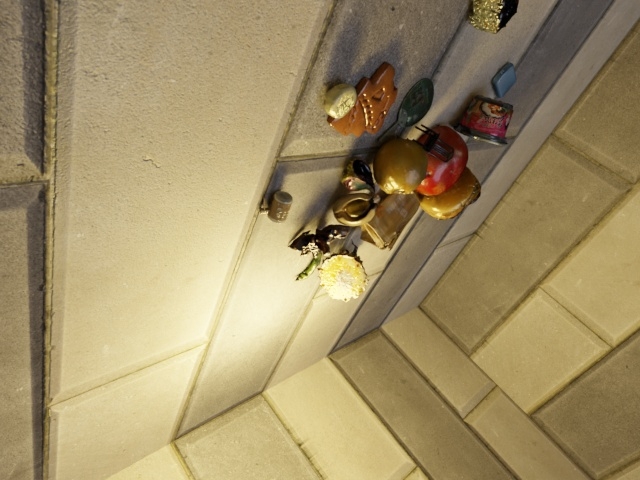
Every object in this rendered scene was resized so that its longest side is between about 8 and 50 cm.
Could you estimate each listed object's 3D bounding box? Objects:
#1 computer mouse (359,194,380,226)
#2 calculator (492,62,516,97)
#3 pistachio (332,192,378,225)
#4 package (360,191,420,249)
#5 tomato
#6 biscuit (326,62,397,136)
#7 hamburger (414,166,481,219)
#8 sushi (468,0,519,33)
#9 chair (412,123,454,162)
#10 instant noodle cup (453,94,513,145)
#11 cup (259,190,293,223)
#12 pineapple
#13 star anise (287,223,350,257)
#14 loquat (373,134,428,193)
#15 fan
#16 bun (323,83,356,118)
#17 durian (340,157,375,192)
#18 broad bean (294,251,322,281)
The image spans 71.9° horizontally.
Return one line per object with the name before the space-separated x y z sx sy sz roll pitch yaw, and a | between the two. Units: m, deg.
computer mouse | 0.229 -0.142 2.108 0.102 0.045 0.199 -35 157 -28
calculator | 0.878 -0.763 2.105 0.121 0.039 0.210 -52 152 13
pistachio | 0.145 -0.132 1.841 0.153 0.137 0.238 -35 -167 -27
package | 0.354 -0.110 2.134 0.311 0.165 0.221 -47 162 -20
tomato | 0.556 -0.346 2.028 0.339 0.143 0.337 -13 123 -20
biscuit | 0.151 -0.456 1.531 0.307 0.043 0.283 -31 151 -24
hamburger | 0.644 -0.260 2.247 0.304 0.284 0.174 -45 141 1
sushi | 0.596 -0.828 1.502 0.126 0.136 0.225 -44 151 -18
chair | 0.486 -0.404 1.867 0.084 0.213 0.101 -61 -172 8
instant noodle cup | 0.775 -0.567 2.054 0.303 0.259 0.181 -24 135 -57
cup | -0.157 -0.128 1.580 0.074 0.102 0.099 -74 -173 -55
pineapple | 0.130 0.136 2.235 0.262 0.263 0.271 -55 180 22
star anise | -0.001 0.000 1.880 0.283 0.129 0.213 -34 -171 -40
loquat | 0.326 -0.310 1.815 0.244 0.244 0.243 -33 152 -20
fan | 0.354 -0.528 1.746 0.295 0.012 0.223 -30 151 -28
bun | 0.057 -0.445 1.387 0.115 0.069 0.115 -35 153 -21
durian | 0.133 -0.262 1.772 0.108 0.118 0.187 -15 157 34
broad bean | -0.047 0.134 2.136 0.195 0.046 0.061 -47 156 12
